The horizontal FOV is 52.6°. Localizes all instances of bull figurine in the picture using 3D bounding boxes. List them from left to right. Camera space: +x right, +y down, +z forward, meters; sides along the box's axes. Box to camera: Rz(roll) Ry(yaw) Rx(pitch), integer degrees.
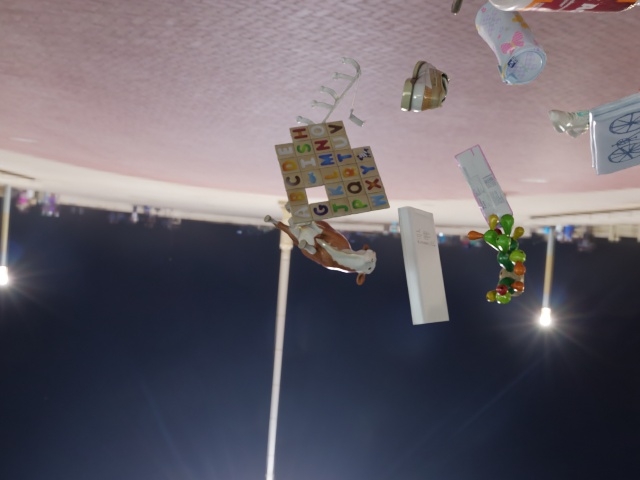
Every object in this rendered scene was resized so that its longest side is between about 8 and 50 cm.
[{"bbox_3d":[0.000,0.000,1.579,0.188,0.101,0.310,34,176,-39],"label":"bull figurine"}]

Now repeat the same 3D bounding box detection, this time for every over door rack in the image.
[{"bbox_3d":[0.022,-0.350,1.864,0.108,0.239,0.324,31,166,15],"label":"over door rack"}]

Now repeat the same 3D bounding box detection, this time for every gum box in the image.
[{"bbox_3d":[0.382,-0.118,1.497,0.062,0.188,0.107,-26,170,14],"label":"gum box"}]

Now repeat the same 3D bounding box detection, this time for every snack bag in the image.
[{"bbox_3d":[0.735,-0.249,1.335,0.343,0.037,0.323,-17,158,20],"label":"snack bag"}]

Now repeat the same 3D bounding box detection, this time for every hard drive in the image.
[{"bbox_3d":[0.281,0.070,1.758,0.040,0.307,0.203,-11,171,28],"label":"hard drive"}]

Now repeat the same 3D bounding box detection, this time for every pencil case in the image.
[{"bbox_3d":[0.513,-0.543,1.759,0.113,0.273,0.124,10,138,-24],"label":"pencil case"}]

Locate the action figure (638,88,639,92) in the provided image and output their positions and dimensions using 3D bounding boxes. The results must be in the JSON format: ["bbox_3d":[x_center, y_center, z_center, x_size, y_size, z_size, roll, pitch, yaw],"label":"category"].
[{"bbox_3d":[0.961,-0.472,1.859,0.030,0.115,0.038,27,-145,-9],"label":"action figure"}]

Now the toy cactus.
[{"bbox_3d":[0.377,0.056,1.328,0.112,0.219,0.180,-13,136,18],"label":"toy cactus"}]

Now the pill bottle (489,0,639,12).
[{"bbox_3d":[0.548,-0.582,1.320,0.392,0.224,0.224,-6,-176,-17],"label":"pill bottle"}]

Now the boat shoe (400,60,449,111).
[{"bbox_3d":[0.286,-0.399,1.709,0.103,0.113,0.302,11,-149,12],"label":"boat shoe"}]

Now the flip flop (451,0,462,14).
[{"bbox_3d":[0.477,-0.777,1.940,0.080,0.277,0.112,35,152,8],"label":"flip flop"}]

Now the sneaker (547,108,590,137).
[{"bbox_3d":[0.784,-0.379,2.008,0.094,0.080,0.212,-27,161,39],"label":"sneaker"}]

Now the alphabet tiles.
[{"bbox_3d":[0.017,-0.149,1.331,0.198,0.237,0.009,-10,151,-9],"label":"alphabet tiles"}]
